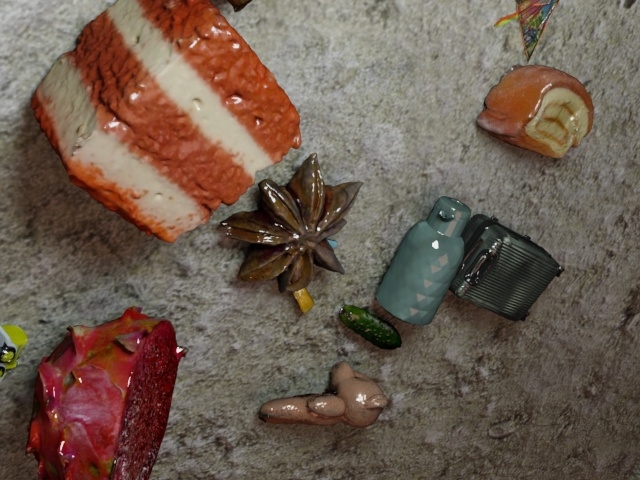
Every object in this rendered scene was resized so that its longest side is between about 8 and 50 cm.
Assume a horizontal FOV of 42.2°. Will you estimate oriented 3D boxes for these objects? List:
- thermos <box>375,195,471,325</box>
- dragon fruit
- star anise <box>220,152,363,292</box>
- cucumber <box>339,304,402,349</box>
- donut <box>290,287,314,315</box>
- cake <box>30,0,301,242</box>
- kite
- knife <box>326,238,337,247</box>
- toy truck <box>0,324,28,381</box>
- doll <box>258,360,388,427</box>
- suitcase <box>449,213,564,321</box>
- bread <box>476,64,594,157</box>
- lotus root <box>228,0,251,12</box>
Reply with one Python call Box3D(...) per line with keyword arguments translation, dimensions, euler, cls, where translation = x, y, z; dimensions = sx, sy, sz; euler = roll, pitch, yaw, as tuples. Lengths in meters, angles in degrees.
Box3D(translation=(0.249, 0.037, 1.859), dimensions=(0.182, 0.145, 0.287), euler=(-20, 139, -63), cls="thermos")
Box3D(translation=(-0.409, 0.302, 1.528), dimensions=(0.248, 0.371, 0.387), euler=(9, 124, 4), cls="dragon fruit")
Box3D(translation=(-0.039, -0.025, 1.647), dimensions=(0.315, 0.108, 0.316), euler=(-15, 123, -25), cls="star anise")
Box3D(translation=(0.116, 0.202, 1.945), dimensions=(0.069, 0.069, 0.227), euler=(-49, 129, 8), cls="cucumber")
Box3D(translation=(-0.041, 0.123, 1.809), dimensions=(0.037, 0.067, 0.083), euler=(-28, 102, -2), cls="donut")
Box3D(translation=(-0.238, -0.205, 1.276), dimensions=(0.319, 0.269, 0.270), euler=(-41, 135, 3), cls="cake")
Box3D(translation=(0.430, -0.467, 1.681), dimensions=(0.183, 0.014, 0.241), euler=(-29, 134, -10), cls="kite")
Box3D(translation=(0.000, 0.000, 1.757), dimensions=(0.096, 0.010, 0.027), euler=(16, 108, -41), cls="knife")
Box3D(translation=(-0.578, 0.208, 1.510), dimensions=(0.077, 0.076, 0.111), euler=(1, 125, -56), cls="toy truck")
Box3D(translation=(0.003, 0.366, 1.967), dimensions=(0.303, 0.156, 0.201), euler=(2, 165, -12), cls="doll")
Box3D(translation=(0.431, 0.071, 1.999), dimensions=(0.312, 0.128, 0.202), euler=(22, 109, -41), cls="suitcase")
Box3D(translation=(0.478, -0.273, 1.780), dimensions=(0.244, 0.123, 0.190), euler=(15, 112, -40), cls="bread")
Box3D(translation=(-0.077, -0.489, 1.162), dimensions=(0.316, 0.316, 0.250), euler=(-45, 118, 5), cls="lotus root")
